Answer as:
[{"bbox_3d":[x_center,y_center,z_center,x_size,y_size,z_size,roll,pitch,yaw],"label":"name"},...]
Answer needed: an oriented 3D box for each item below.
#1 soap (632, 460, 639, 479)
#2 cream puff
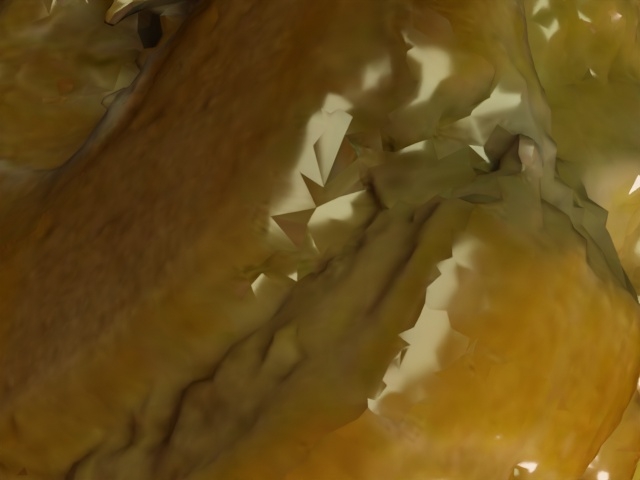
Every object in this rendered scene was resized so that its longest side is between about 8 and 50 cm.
[{"bbox_3d":[0.155,0.093,0.699,0.306,0.115,0.427,17,72,-27],"label":"soap"},{"bbox_3d":[0.000,0.000,0.521,0.327,0.343,0.231,-47,127,6],"label":"cream puff"}]
